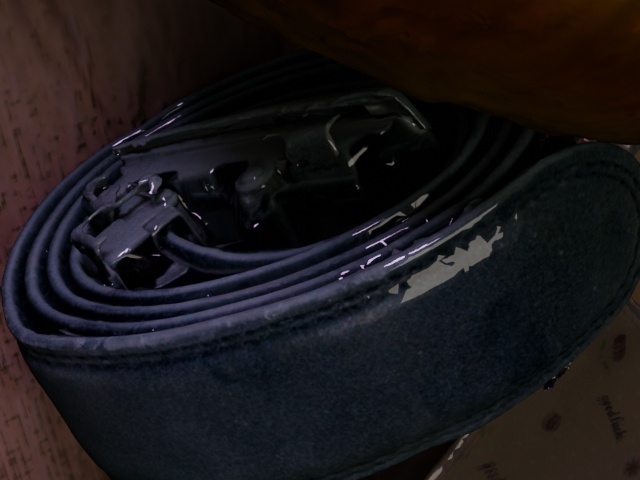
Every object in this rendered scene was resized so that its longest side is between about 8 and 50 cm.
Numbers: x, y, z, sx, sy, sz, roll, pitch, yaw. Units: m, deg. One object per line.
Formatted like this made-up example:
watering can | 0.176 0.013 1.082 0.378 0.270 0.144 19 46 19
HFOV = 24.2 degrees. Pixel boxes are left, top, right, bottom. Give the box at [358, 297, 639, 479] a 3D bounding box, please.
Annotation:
box | 0.039 0.159 0.714 0.297 0.190 0.225 -51 125 -7

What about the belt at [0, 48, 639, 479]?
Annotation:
belt | 0.000 0.000 0.598 0.116 0.267 0.206 62 28 -29

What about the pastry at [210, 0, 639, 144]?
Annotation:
pastry | 0.054 -0.174 0.529 0.356 0.356 0.164 4 131 -34

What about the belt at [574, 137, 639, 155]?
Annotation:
belt | 0.186 -0.103 0.808 0.232 0.053 0.071 -46 132 -12
